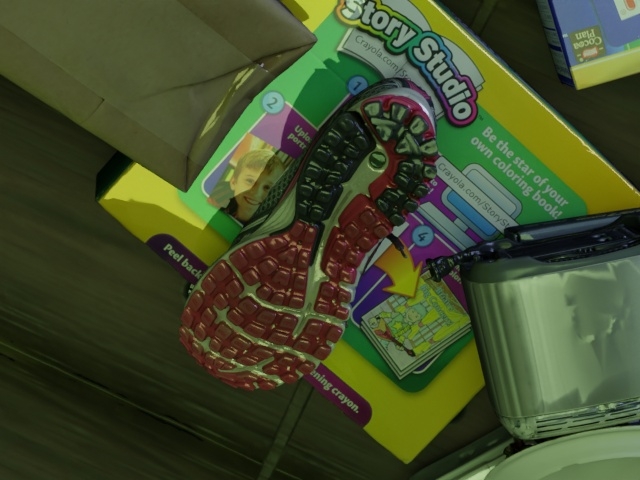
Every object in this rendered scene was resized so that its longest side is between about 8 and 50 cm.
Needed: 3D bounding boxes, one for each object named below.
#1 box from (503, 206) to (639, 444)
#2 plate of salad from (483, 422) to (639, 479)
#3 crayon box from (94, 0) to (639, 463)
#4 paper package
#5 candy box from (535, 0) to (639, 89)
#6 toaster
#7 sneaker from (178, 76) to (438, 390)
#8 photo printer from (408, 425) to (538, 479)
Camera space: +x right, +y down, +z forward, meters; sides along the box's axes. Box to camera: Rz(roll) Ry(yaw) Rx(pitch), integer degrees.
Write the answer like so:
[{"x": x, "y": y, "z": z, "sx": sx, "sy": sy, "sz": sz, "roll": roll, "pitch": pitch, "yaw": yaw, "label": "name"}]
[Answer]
[{"x": 0.279, "y": 0.063, "z": 1.657, "sx": 0.232, "sy": 0.059, "sz": 0.183, "roll": -8, "pitch": 95, "yaw": -5, "label": "box"}, {"x": 0.229, "y": 0.180, "z": 1.618, "sx": 0.199, "sy": 0.200, "sz": 0.048, "roll": -8, "pitch": 63, "yaw": 4, "label": "plate of salad"}, {"x": 0.045, "y": -0.043, "z": 1.702, "sx": 0.363, "sy": 0.106, "sz": 0.313, "roll": 41, "pitch": 97, "yaw": -14, "label": "crayon box"}, {"x": -0.207, "y": -0.235, "z": 1.548, "sx": 0.168, "sy": 0.325, "sz": 0.309, "roll": -50, "pitch": 132, "yaw": 8, "label": "paper package"}, {"x": 0.289, "y": -0.312, "z": 1.665, "sx": 0.268, "sy": 0.122, "sz": 0.317, "roll": -17, "pitch": 99, "yaw": 5, "label": "candy box"}, {"x": 0.203, "y": 0.065, "z": 1.556, "sx": 0.227, "sy": 0.129, "sz": 0.146, "roll": -11, "pitch": 97, "yaw": -3, "label": "toaster"}, {"x": 0.000, "y": 0.000, "z": 1.603, "sx": 0.121, "sy": 0.112, "sz": 0.299, "roll": 37, "pitch": 111, "yaw": -8, "label": "sneaker"}, {"x": 0.256, "y": 0.288, "z": 1.765, "sx": 0.256, "sy": 0.107, "sz": 0.307, "roll": -31, "pitch": 96, "yaw": 6, "label": "photo printer"}]
